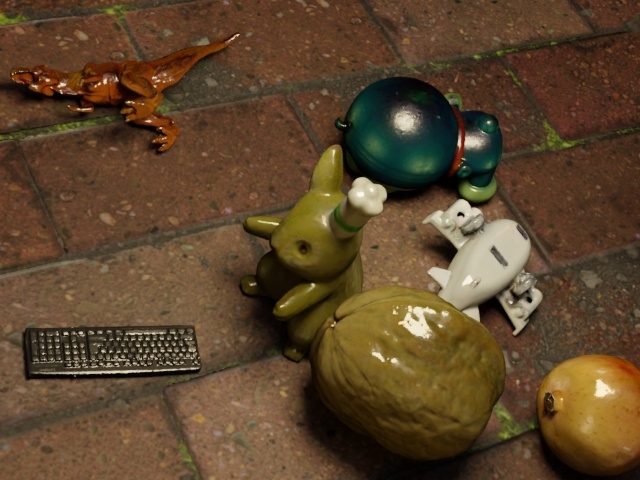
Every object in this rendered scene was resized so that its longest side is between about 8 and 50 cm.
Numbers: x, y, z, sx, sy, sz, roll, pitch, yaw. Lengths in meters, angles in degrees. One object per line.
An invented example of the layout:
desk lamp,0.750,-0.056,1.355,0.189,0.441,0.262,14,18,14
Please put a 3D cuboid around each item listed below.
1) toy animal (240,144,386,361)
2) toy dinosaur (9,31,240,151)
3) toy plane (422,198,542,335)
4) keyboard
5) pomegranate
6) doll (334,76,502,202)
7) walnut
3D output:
toy animal,-0.017,0.010,1.741,0.180,0.363,0.181,-19,57,-14
toy dinosaur,-0.292,-0.252,2.004,0.432,0.097,0.208,-9,48,-31
toy plane,0.260,0.049,1.959,0.244,0.117,0.245,16,58,-27
keyboard,-0.298,0.161,1.725,0.250,0.017,0.087,1,52,-20
pomegranate,0.416,0.262,1.806,0.191,0.191,0.191,10,51,-13
doll,0.175,-0.180,2.059,0.322,0.186,0.198,3,52,-22
walnut,0.127,0.184,1.710,0.283,0.283,0.227,16,31,-7
